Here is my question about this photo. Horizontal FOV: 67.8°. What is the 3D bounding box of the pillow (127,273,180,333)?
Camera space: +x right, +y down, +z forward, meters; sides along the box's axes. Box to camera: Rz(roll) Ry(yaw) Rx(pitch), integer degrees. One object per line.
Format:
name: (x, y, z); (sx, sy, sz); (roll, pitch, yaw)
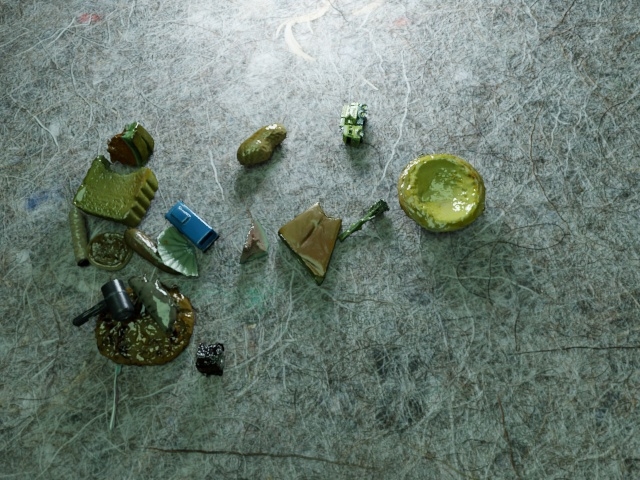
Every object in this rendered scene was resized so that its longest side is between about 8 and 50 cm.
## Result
pillow: (-0.534, 0.193, 1.561); (0.093, 0.051, 0.241); (-39, 74, -9)

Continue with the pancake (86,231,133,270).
pancake: (-0.753, 0.036, 1.705); (0.158, 0.028, 0.158); (5, 66, -12)

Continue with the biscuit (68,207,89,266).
biscuit: (-0.871, -0.012, 1.725); (0.055, 0.061, 0.219); (-1, 64, -45)

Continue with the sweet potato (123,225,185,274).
sweet potato: (-0.588, 0.048, 1.682); (0.273, 0.075, 0.075); (35, 76, 10)

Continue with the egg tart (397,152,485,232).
egg tart: (0.420, -0.159, 1.672); (0.315, 0.120, 0.315); (-1, 72, 2)

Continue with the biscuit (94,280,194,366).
biscuit: (-0.595, 0.275, 1.598); (0.334, 0.081, 0.289); (-7, 71, -1)

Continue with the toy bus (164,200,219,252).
toy bus: (-0.460, -0.053, 1.692); (0.185, 0.106, 0.090); (38, 79, 15)

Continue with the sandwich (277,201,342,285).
sandwich: (0.000, 0.000, 1.669); (0.212, 0.063, 0.245); (-37, 74, -11)

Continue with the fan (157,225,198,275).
fan: (-0.502, 0.039, 1.677); (0.131, 0.009, 0.240); (-16, 58, -35)

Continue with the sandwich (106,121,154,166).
sandwich: (-0.720, -0.365, 1.779); (0.160, 0.184, 0.109); (8, 63, 3)

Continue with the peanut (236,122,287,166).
peanut: (-0.219, -0.360, 1.796); (0.108, 0.095, 0.226); (45, 74, 0)

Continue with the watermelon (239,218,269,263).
watermelon: (-0.230, 0.001, 1.683); (0.101, 0.080, 0.155); (4, 55, -5)

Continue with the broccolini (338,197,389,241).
broccolini: (0.147, -0.074, 1.697); (0.216, 0.067, 0.058); (-36, 69, 0)

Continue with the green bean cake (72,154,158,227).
green bean cake: (-0.740, -0.178, 1.742); (0.236, 0.124, 0.233); (16, 73, 9)

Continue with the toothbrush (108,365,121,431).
toothbrush: (-0.670, 0.512, 1.550); (0.022, 0.017, 0.204); (-9, 68, 21)

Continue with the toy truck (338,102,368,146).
toy truck: (0.123, -0.447, 1.814); (0.100, 0.077, 0.168); (9, 72, 4)

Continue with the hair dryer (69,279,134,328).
hair dryer: (-0.721, 0.232, 1.549); (0.219, 0.071, 0.124); (-30, 68, 0)

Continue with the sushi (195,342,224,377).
sushi: (-0.358, 0.383, 1.546); (0.084, 0.098, 0.094); (-1, 52, -1)
